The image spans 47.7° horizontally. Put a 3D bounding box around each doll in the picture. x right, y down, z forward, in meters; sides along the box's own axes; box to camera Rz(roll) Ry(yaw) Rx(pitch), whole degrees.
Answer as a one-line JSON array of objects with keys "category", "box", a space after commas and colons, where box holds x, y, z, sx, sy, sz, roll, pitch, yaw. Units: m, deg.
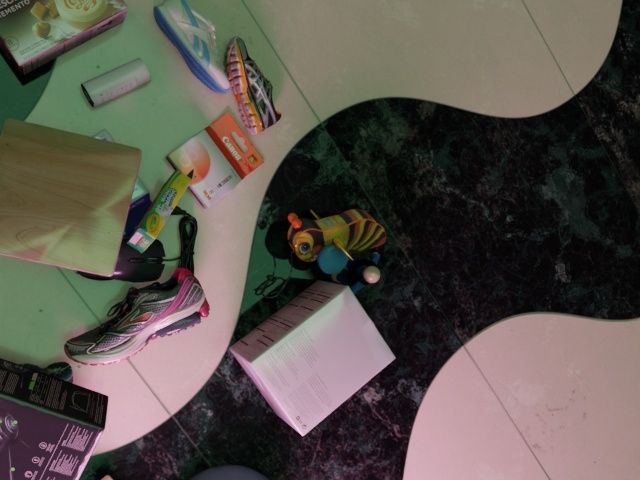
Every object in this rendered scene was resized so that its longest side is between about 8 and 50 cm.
[{"category": "doll", "box": [0.086, 0.077, 1.632, 0.046, 0.189, 0.129, 37, 77, -17]}]

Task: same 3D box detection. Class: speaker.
[{"category": "speaker", "box": [-0.425, -0.330, 1.511, 0.136, 0.055, 0.055, -31, 100, -18]}]

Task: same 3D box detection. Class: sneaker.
[{"category": "sneaker", "box": [-0.383, 0.156, 1.485, 0.299, 0.121, 0.112, -27, 114, -21]}, {"category": "sneaker", "box": [-0.152, -0.347, 1.606, 0.083, 0.084, 0.215, -23, 107, -22]}, {"category": "sneaker", "box": [-0.257, -0.424, 1.559, 0.092, 0.087, 0.229, -39, 105, -18]}, {"category": "sneaker", "box": [-0.565, 0.283, 1.459, 0.135, 0.058, 0.052, -1, 47, -1]}]

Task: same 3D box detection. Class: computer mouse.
[{"category": "computer mouse", "box": [-0.370, 0.004, 1.507, 0.262, 0.060, 0.184, 10, 88, -30]}]

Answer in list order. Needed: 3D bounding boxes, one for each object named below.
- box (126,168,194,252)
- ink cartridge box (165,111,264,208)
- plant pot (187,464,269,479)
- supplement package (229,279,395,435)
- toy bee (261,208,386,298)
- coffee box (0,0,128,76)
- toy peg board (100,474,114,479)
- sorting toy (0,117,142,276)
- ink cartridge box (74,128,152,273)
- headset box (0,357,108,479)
[{"category": "box", "box": [-0.321, -0.068, 1.470, 0.043, 0.105, 0.179, 36, 59, -14]}, {"category": "ink cartridge box", "box": [-0.226, -0.178, 1.594, 0.179, 0.045, 0.145, -39, 103, -14]}, {"category": "plant pot", "box": [-0.182, 0.648, 1.529, 0.290, 0.195, 0.290, 0, 91, -21]}, {"category": "supplement package", "box": [-0.021, 0.247, 1.586, 0.262, 0.198, 0.199, -37, 102, -16]}, {"category": "toy bee", "box": [0.000, 0.000, 1.592, 0.298, 0.195, 0.162, -40, 132, -26]}, {"category": "coffee box", "box": [-0.532, -0.456, 1.447, 0.246, 0.098, 0.141, -35, 101, -17]}, {"category": "toy peg board", "box": [-0.456, 0.599, 1.500, 0.161, 0.079, 0.160, -38, 87, -17]}, {"category": "sorting toy", "box": [-0.501, -0.076, 1.400, 0.257, 0.089, 0.255, 13, 78, -11]}, {"category": "ink cartridge box", "box": [-0.475, -0.079, 1.497, 0.223, 0.045, 0.224, -37, 103, -17]}, {"category": "headset box", "box": [-0.589, 0.380, 1.376, 0.283, 0.131, 0.246, 24, 100, -19]}]
